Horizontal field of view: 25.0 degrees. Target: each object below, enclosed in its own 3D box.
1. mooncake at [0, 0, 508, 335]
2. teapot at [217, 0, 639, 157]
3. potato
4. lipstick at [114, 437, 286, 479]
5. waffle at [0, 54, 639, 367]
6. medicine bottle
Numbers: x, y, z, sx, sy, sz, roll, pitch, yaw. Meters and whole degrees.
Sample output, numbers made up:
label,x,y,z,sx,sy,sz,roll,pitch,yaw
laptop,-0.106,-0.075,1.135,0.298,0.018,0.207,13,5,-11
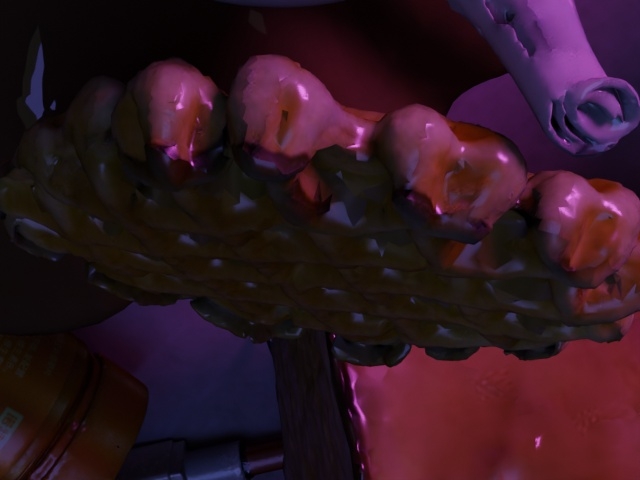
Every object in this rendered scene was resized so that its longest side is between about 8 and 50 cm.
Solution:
label,x,y,z,sx,sy,sz,roll,pitch,yaw
mooncake,-0.092,-0.146,0.479,0.378,0.201,0.378,2,126,3
teapot,-0.011,-0.118,0.301,0.159,0.159,0.232,-33,120,25
potato,0.118,0.116,0.632,0.237,0.289,0.301,-11,107,-9
lipstick,-0.067,0.124,0.770,0.129,0.030,0.030,-13,123,10
waffle,0.000,0.000,0.399,0.169,0.036,0.183,20,162,-24
medicine bottle,-0.186,0.058,0.694,0.192,0.096,0.096,37,120,-19
